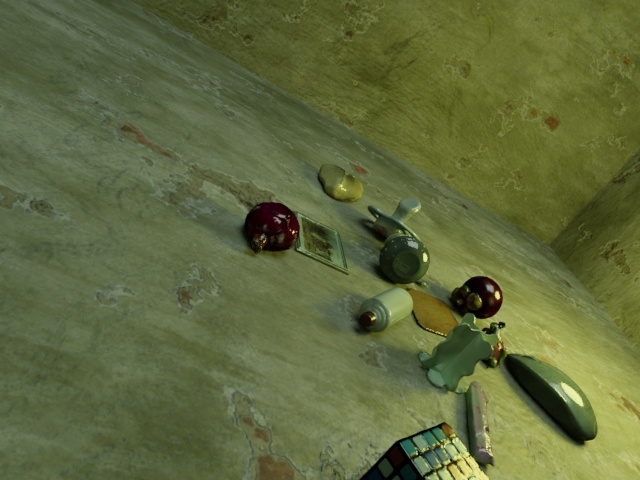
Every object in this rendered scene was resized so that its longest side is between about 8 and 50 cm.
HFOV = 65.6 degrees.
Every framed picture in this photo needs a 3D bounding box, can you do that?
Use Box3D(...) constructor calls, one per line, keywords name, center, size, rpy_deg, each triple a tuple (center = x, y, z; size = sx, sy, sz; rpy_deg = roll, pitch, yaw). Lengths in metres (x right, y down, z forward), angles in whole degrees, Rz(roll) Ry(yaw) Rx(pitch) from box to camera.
Box3D(name="framed picture", center=(0.000, 0.000, 1.750), size=(0.217, 0.017, 0.274), rpy_deg=(25, 26, -21))

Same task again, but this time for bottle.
Box3D(name="bottle", center=(0.190, 0.213, 1.500), size=(0.104, 0.104, 0.245), rpy_deg=(44, 26, 19))

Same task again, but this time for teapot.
Box3D(name="teapot", center=(0.307, 0.053, 1.874), size=(0.183, 0.184, 0.251), rpy_deg=(32, 13, -6))

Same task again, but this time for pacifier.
Box3D(name="pacifier", center=(0.338, -0.094, 2.097), size=(0.279, 0.207, 0.227), rpy_deg=(35, -1, 39))

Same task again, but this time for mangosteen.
Box3D(name="mangosteen", center=(0.607, 0.224, 1.941), size=(0.199, 0.200, 0.200), rpy_deg=(28, 25, -14))

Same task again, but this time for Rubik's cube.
Box3D(name="Rubik's cube", center=(0.195, 0.481, 0.928), size=(0.187, 0.184, 0.182), rpy_deg=(7, 36, -48))

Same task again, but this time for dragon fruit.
Box3D(name="dragon fruit", center=(0.598, 0.360, 1.754), size=(0.138, 0.175, 0.142), rpy_deg=(28, -7, -37))

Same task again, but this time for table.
Box3D(name="table", center=(0.409, 0.325, 1.451), size=(0.166, 0.198, 0.166), rpy_deg=(27, 26, -15))

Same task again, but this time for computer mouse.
Box3D(name="computer mouse", center=(0.812, 0.511, 1.723), size=(0.203, 0.114, 0.374), rpy_deg=(2, 39, -48))

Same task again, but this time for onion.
Box3D(name="onion", center=(-0.148, -0.038, 1.493), size=(0.173, 0.135, 0.198), rpy_deg=(31, 27, -1))

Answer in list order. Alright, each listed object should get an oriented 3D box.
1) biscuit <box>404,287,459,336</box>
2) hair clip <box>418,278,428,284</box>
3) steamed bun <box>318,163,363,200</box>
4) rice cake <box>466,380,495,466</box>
Box3D(name="biscuit", center=(0.410, 0.263, 1.788), size=(0.236, 0.013, 0.232), rpy_deg=(23, 27, -25))
Box3D(name="hair clip", center=(0.369, 0.133, 1.961), size=(0.137, 0.022, 0.054), rpy_deg=(45, 27, 27))
Box3D(name="steamed bun", center=(0.098, -0.259, 2.233), size=(0.231, 0.110, 0.212), rpy_deg=(29, 26, -7))
Box3D(name="rice cake", center=(0.443, 0.497, 1.363), size=(0.081, 0.051, 0.290), rpy_deg=(34, 25, 0))
